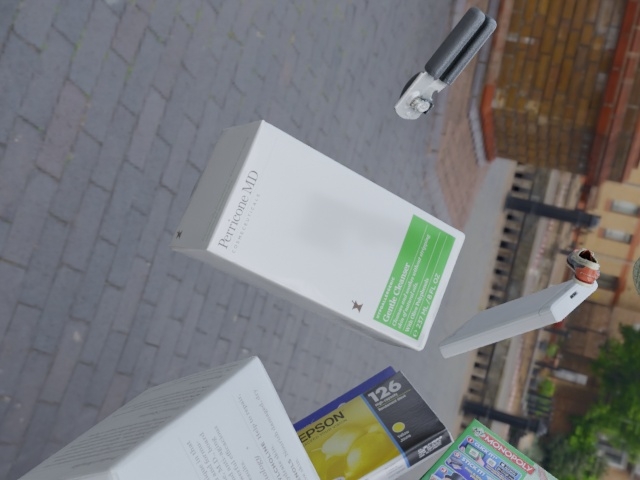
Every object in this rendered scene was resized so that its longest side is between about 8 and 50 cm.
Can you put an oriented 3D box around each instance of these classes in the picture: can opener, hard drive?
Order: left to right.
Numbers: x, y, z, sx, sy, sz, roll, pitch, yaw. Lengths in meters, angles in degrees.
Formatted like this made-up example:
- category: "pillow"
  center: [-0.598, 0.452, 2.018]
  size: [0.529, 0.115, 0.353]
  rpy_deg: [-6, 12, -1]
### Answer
- category: "can opener"
  center: [0.247, -0.367, 1.768]
  size: [0.074, 0.093, 0.280]
  rpy_deg: [16, 127, -38]
- category: "hard drive"
  center: [0.489, 0.190, 2.118]
  size: [0.233, 0.353, 0.047]
  rpy_deg: [-27, 89, -45]

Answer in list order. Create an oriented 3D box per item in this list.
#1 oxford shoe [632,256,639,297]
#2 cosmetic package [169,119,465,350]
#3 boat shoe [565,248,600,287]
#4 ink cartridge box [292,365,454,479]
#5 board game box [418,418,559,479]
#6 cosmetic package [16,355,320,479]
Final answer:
- category: "oxford shoe"
  center: [0.766, 0.209, 1.642]
  size: [0.130, 0.449, 0.169]
  rpy_deg: [-18, 169, -30]
- category: "cosmetic package"
  center: [0.000, 0.000, 1.207]
  size: [0.366, 0.155, 0.196]
  rpy_deg: [26, 80, -28]
- category: "boat shoe"
  center: [0.438, 0.036, 1.405]
  size: [0.137, 0.049, 0.043]
  rpy_deg: [-53, 158, -70]
- category: "ink cartridge box"
  center: [0.089, 0.416, 1.873]
  size: [0.304, 0.307, 0.072]
  rpy_deg: [-30, 125, -8]
- category: "board game box"
  center: [0.333, 0.457, 1.410]
  size: [0.213, 0.317, 0.046]
  rpy_deg: [-29, 147, -48]
- category: "cosmetic package"
  center: [-0.261, 0.457, 1.490]
  size: [0.394, 0.329, 0.327]
  rpy_deg: [-33, 99, -52]
